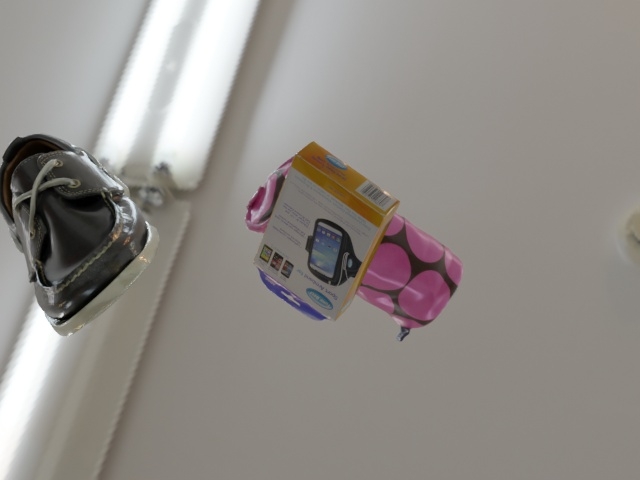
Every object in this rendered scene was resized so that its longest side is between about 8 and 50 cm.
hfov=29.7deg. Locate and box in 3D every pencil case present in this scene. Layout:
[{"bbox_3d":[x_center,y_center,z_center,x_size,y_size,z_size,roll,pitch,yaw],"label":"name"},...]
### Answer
[{"bbox_3d":[0.028,0.004,1.095,0.098,0.209,0.095,4,-117,57],"label":"pencil case"}]

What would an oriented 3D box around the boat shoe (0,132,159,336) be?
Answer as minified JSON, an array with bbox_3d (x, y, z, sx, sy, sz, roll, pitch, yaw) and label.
[{"bbox_3d":[-0.152,-0.010,0.706,0.084,0.079,0.233,-43,-157,-1],"label":"boat shoe"}]

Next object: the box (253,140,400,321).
[{"bbox_3d":[0.000,0.000,0.904,0.081,0.136,0.028,36,-134,12],"label":"box"}]
